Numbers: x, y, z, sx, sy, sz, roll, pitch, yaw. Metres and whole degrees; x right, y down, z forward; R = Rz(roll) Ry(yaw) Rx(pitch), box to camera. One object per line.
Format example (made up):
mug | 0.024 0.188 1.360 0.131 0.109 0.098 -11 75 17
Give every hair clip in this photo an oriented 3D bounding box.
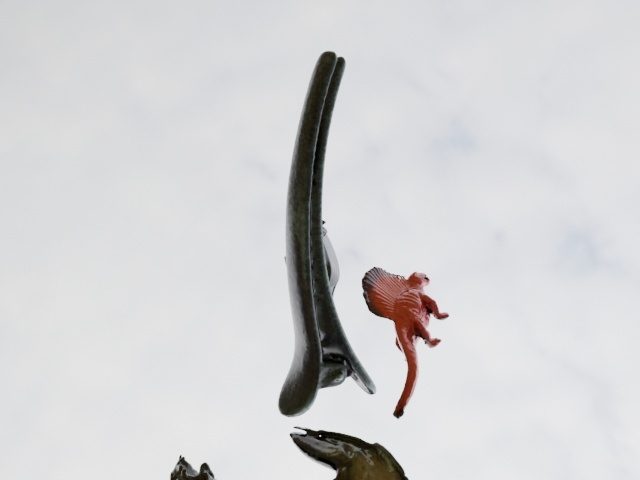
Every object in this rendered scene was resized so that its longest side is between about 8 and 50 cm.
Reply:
hair clip | 0.000 0.000 0.372 0.083 0.274 0.048 -7 -166 -20

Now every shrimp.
shrimp | -0.045 0.315 0.587 0.365 0.071 0.233 8 -140 43

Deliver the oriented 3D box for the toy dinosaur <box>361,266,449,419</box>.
toy dinosaur | 0.109 0.112 0.726 0.070 0.139 0.286 -43 -176 36

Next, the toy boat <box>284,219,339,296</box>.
toy boat | -0.009 0.026 0.565 0.060 0.055 0.141 -52 -155 19
